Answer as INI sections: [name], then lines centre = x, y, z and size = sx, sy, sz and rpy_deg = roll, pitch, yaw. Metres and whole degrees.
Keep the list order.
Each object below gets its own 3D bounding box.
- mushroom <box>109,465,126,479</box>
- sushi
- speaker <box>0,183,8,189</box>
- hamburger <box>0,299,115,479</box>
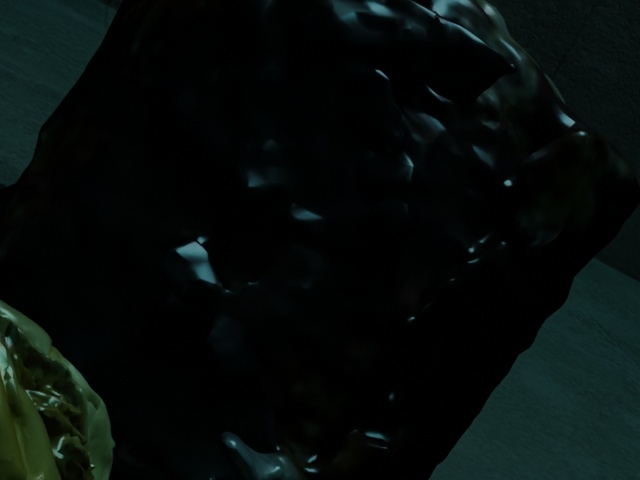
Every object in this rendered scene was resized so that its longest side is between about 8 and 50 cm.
[mushroom]
centre = -0.087, 0.171, 0.621
size = 0.223, 0.081, 0.092
rpy_deg = 30, 37, 14
[sushi]
centre = -0.016, -0.005, 0.642
size = 0.299, 0.294, 0.281
rpy_deg = 33, -11, 22
[speaker]
centre = -0.268, 0.001, 0.952
size = 0.046, 0.040, 0.191
rpy_deg = 29, 12, -10
[hamburger]
centre = -0.186, 0.090, 0.443
size = 0.213, 0.214, 0.108
rpy_deg = 30, 12, 0
